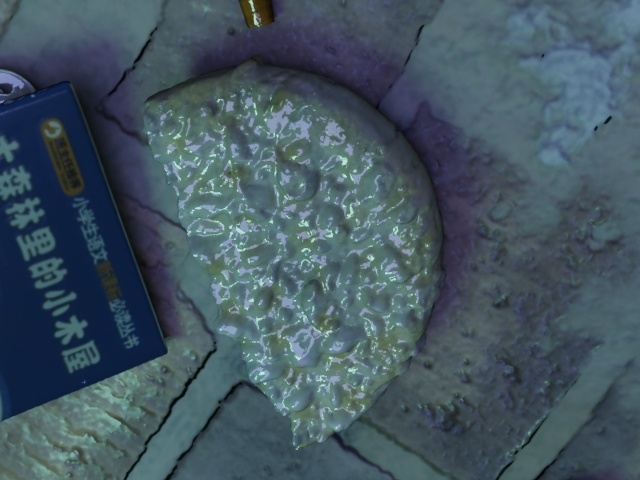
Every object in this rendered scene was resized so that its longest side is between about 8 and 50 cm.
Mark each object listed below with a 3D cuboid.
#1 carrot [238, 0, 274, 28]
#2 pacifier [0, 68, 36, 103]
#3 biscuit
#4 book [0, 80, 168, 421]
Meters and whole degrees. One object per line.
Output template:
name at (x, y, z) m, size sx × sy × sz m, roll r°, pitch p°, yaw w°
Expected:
carrot at (-0.054, -0.195, 0.960) m, size 0.032 × 0.032 × 0.093 m, roll -14°, pitch 107°, yaw 8°
pacifier at (-0.235, -0.080, 0.986) m, size 0.068 × 0.064 × 0.083 m, roll -5°, pitch 105°, yaw -1°
biscuit at (0.000, 0.000, 0.985) m, size 0.179 × 0.084 × 0.281 m, roll -19°, pitch 106°, yaw 5°
book at (-0.289, 0.043, 0.963) m, size 0.322 × 0.018 × 0.228 m, roll -22°, pitch 116°, yaw -11°
